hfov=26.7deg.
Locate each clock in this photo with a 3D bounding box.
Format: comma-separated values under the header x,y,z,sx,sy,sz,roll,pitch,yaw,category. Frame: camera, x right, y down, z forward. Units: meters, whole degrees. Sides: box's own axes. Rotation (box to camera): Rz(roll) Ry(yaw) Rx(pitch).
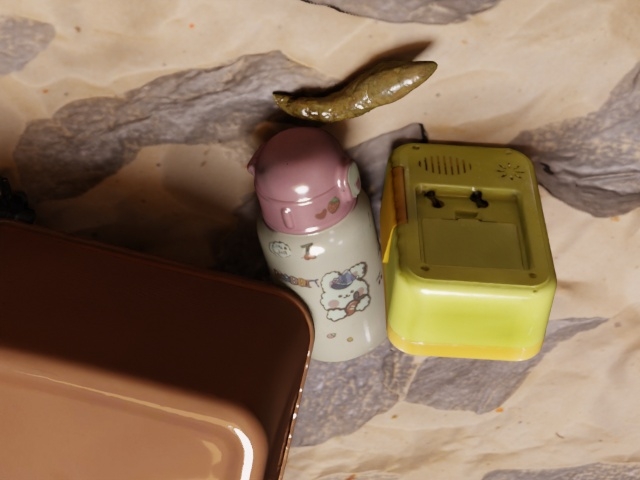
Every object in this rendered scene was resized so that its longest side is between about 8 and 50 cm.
x,y,z,sx,sy,sz,roll,pitch,yaw,category
0.126,0.007,1.191,0.143,0.202,0.096,2,132,-1,clock

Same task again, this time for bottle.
x,y,z,sx,sy,sz,roll,pitch,yaw,category
0.000,0.000,1.246,0.110,0.110,0.233,-8,132,7,bottle

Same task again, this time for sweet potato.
x,y,z,sx,sy,sz,roll,pitch,yaw,category
0.034,-0.129,1.180,0.153,0.038,0.041,-13,107,22,sweet potato

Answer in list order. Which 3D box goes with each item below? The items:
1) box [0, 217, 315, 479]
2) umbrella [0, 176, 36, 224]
x,y,z,sx,sy,sz,roll,pitch,yaw,category
-0.198,0.157,1.164,0.339,0.229,0.239,14,111,2,box
-0.291,0.009,1.287,0.071,0.080,0.224,6,140,45,umbrella
